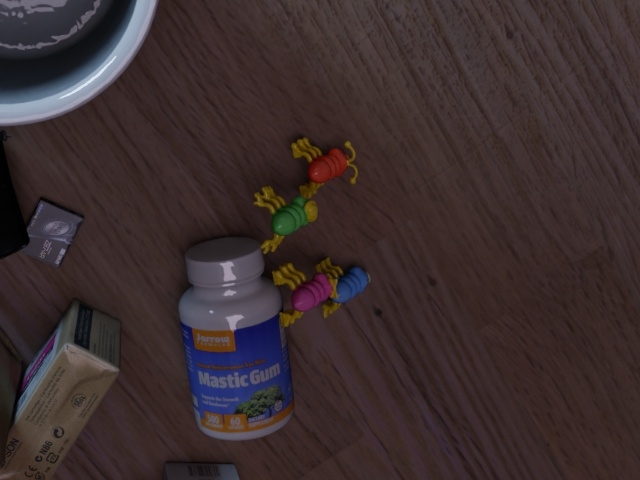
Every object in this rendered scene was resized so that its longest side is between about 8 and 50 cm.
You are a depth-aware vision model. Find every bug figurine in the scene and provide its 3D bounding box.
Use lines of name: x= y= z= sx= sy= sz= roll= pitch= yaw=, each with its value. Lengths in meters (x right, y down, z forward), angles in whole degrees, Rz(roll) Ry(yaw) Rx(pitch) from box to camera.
bug figurine: x=0.000 y=0.000 z=1.461 sx=0.072 sy=0.216 sz=0.279 roll=2 pitch=114 yaw=32

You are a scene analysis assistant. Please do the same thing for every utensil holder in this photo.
utensil holder: x=-0.362 y=-0.324 z=1.157 sx=0.328 sy=0.385 sz=0.327 roll=-4 pitch=107 yaw=-13

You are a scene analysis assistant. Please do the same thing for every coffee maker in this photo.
coffee maker: x=-0.459 y=-0.058 z=1.330 sx=0.120 sy=0.171 sz=0.178 roll=-20 pitch=113 yaw=-25

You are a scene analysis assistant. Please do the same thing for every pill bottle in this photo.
pill bottle: x=-0.126 y=0.140 z=1.482 sx=0.152 sy=0.152 sz=0.272 roll=-10 pitch=109 yaw=-11

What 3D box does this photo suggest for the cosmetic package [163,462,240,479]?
cosmetic package: x=-0.200 y=0.471 z=1.602 sx=0.117 sy=0.085 sz=0.231 roll=4 pitch=104 yaw=-15

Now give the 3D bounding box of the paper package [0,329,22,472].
paper package: x=-0.567 y=0.242 z=1.315 sx=0.309 sy=0.325 sz=0.168 roll=-31 pitch=110 yaw=-2

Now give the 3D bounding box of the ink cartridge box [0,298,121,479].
ink cartridge box: x=-0.375 y=0.222 z=1.423 sx=0.088 sy=0.193 sz=0.234 roll=31 pitch=97 yaw=-18

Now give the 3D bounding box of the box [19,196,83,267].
box: x=-0.385 y=-0.011 z=1.443 sx=0.067 sy=0.018 sz=0.083 roll=27 pitch=99 yaw=-19
